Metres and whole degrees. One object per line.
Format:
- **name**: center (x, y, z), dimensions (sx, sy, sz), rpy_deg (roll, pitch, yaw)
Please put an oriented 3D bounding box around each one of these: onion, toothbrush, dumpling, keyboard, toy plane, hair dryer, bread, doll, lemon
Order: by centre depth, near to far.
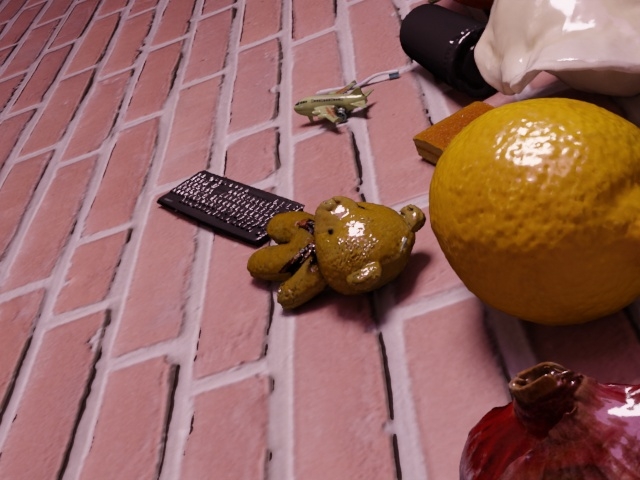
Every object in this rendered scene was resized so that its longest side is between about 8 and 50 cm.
- **onion**: center (0.163, 0.147, 0.573), dimensions (0.206, 0.151, 0.098), rpy_deg (-17, 40, 46)
- **lemon**: center (0.183, -0.025, 0.796), dimensions (0.187, 0.186, 0.244), rpy_deg (-35, 25, -20)
- **doll**: center (0.000, 0.000, 0.981), dimensions (0.209, 0.097, 0.137), rpy_deg (-1, 41, 44)
- **dumpling**: center (0.327, -0.252, 1.061), dimensions (0.318, 0.187, 0.243), rpy_deg (-18, 26, 3)
- **bread**: center (0.166, -0.117, 1.112), dimensions (0.094, 0.035, 0.090), rpy_deg (-31, 29, -13)
- **keyboard**: center (-0.118, -0.044, 1.216), dimensions (0.087, 0.017, 0.250), rpy_deg (-35, 31, -23)
- **hair dryer**: center (0.246, -0.274, 1.292), dimensions (0.251, 0.089, 0.197), rpy_deg (-18, 26, -10)
- **toy plane**: center (0.017, -0.181, 1.323), dimensions (0.111, 0.040, 0.102), rpy_deg (-10, 30, 24)
- **toothbrush**: center (0.051, -0.223, 1.396), dimensions (0.131, 0.013, 0.011), rpy_deg (-11, 21, 24)

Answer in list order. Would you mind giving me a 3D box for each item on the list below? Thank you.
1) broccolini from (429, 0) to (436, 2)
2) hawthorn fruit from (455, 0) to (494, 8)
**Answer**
- **broccolini**: center (0.285, -0.447, 1.595), dimensions (0.254, 0.071, 0.057), rpy_deg (-34, 71, -6)
- **hawthorn fruit**: center (0.223, -0.442, 1.352), dimensions (0.276, 0.276, 0.307), rpy_deg (2, 27, 38)
